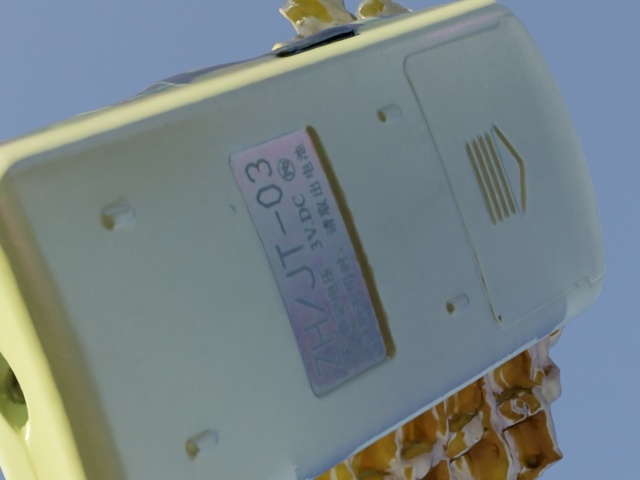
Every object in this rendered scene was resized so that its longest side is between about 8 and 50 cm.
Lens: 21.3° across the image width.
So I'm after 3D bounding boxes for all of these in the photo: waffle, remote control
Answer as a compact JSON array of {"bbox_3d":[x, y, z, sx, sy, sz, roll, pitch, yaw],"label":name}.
[{"bbox_3d":[0.041,0.033,0.891,0.068,0.325,0.302,-5,-34,36],"label":"waffle"},{"bbox_3d":[0.000,0.000,0.595,0.056,0.296,0.140,-14,-83,42],"label":"remote control"}]
